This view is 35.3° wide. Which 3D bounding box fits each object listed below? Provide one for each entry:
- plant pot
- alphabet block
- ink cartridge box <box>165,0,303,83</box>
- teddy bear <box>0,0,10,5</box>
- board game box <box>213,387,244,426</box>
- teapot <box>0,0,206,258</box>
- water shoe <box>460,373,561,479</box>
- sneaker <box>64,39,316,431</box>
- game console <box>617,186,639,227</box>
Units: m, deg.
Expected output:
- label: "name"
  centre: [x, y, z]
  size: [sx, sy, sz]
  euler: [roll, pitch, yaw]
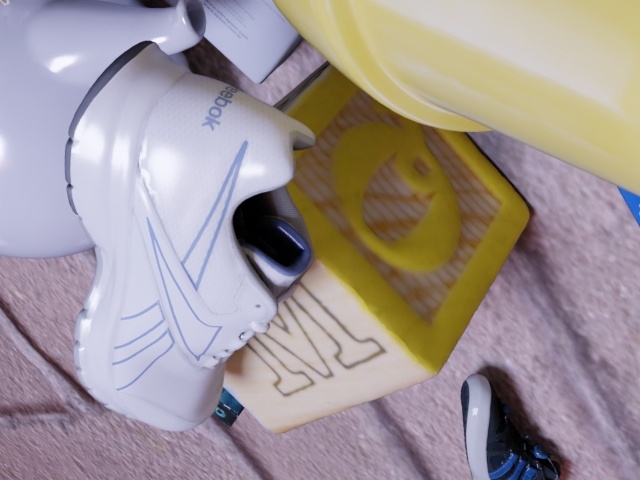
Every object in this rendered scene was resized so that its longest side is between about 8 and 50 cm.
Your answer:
- label: "plant pot"
  centre: [0.125, -0.135, 0.413]
  size: [0.239, 0.254, 0.254]
  euler: [49, 154, 44]
- label: "alphabet block"
  centre: [0.000, 0.000, 0.752]
  size: [0.193, 0.192, 0.197]
  euler: [46, 141, -11]
- label: "ink cartridge box"
  centre: [-0.066, -0.247, 0.676]
  size: [0.223, 0.045, 0.224]
  euler: [43, 141, -5]
- label: "teddy bear"
  centre: [-0.283, -0.287, 0.636]
  size: [0.245, 0.113, 0.337]
  euler: [2, 98, 32]
- label: "board game box"
  centre: [-0.073, 0.050, 0.853]
  size: [0.126, 0.186, 0.026]
  euler: [36, 142, 3]
- label: "teapot"
  centre: [-0.177, -0.097, 0.793]
  size: [0.187, 0.256, 0.252]
  euler: [4, 114, -11]
- label: "water shoe"
  centre: [0.175, 0.195, 0.914]
  size: [0.080, 0.073, 0.203]
  euler: [-8, 126, 10]
- label: "sneaker"
  centre: [-0.074, 0.028, 0.608]
  size: [0.129, 0.111, 0.297]
  euler: [20, 138, 13]
- label: "game console"
  centre: [0.317, -0.095, 0.550]
  size: [0.293, 0.173, 0.250]
  euler: [-44, 65, 50]
